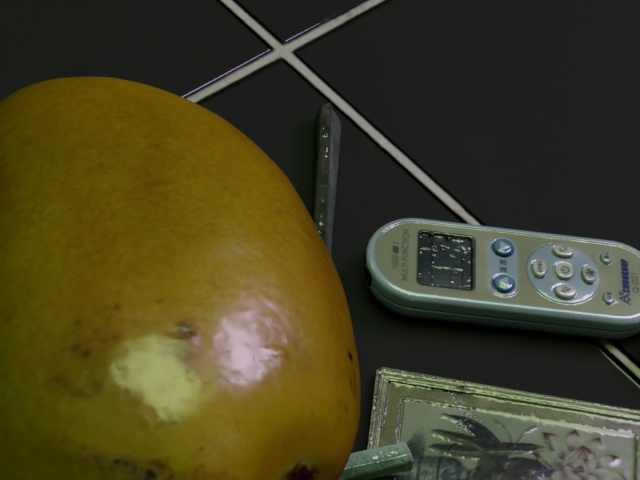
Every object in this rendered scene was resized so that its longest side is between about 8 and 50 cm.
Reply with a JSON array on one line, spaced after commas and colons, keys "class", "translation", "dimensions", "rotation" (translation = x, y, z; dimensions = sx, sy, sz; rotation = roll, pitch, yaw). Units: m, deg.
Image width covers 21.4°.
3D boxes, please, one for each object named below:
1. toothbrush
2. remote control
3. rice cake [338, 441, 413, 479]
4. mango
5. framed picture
[{"class": "toothbrush", "translation": [0.000, 0.000, 1.390], "dimensions": [0.030, 0.030, 0.297], "rotation": [-1, 51, 4]}, {"class": "remote control", "translation": [0.155, 0.033, 1.375], "dimensions": [0.244, 0.047, 0.087], "rotation": [7, 54, -3]}, {"class": "rice cake", "translation": [0.009, 0.172, 1.246], "dimensions": [0.121, 0.022, 0.021], "rotation": [-12, 43, -7]}, {"class": "mango", "translation": [-0.137, 0.047, 1.210], "dimensions": [0.300, 0.232, 0.445], "rotation": [-14, 47, -13]}, {"class": "framed picture", "translation": [0.147, 0.183, 1.274], "dimensions": [0.231, 0.010, 0.173], "rotation": [8, 51, -1]}]
